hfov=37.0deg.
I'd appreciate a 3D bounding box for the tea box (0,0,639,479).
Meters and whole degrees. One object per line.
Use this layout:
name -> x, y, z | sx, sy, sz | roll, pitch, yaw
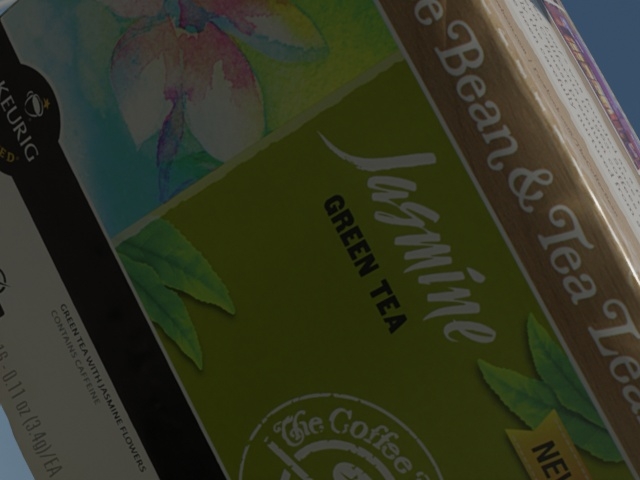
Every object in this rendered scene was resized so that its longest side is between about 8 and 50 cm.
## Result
tea box -> 0.000, 0.000, 0.514 | 0.323, 0.220, 0.329 | -31, -96, 25
